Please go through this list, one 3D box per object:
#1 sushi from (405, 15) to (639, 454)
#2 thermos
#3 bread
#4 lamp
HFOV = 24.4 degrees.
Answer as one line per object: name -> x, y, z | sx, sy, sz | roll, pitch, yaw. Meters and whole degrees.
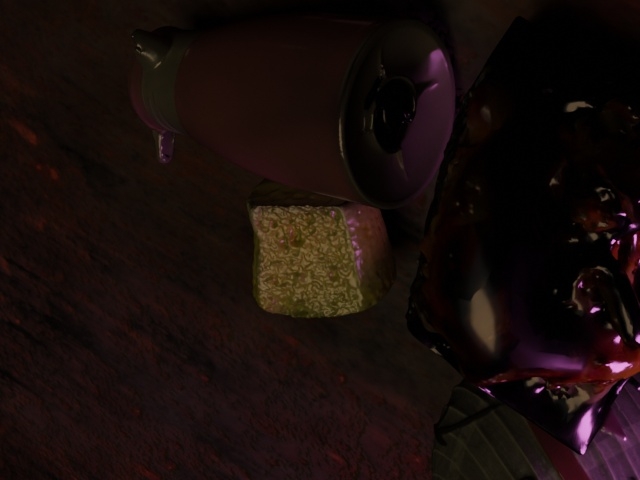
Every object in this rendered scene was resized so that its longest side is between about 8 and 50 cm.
sushi -> 0.158, -0.006, 1.028 | 0.215, 0.212, 0.227 | 36, 93, 8
thermos -> -0.032, -0.110, 1.208 | 0.265, 0.146, 0.176 | 12, 156, 39
bread -> 0.000, 0.000, 1.285 | 0.129, 0.111, 0.114 | -2, 120, 16
lamp -> 0.209, 0.197, 1.218 | 0.265, 0.233, 0.233 | 57, 139, 9
